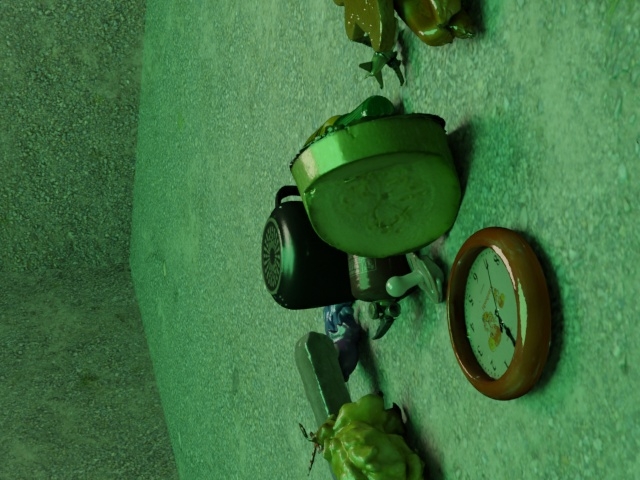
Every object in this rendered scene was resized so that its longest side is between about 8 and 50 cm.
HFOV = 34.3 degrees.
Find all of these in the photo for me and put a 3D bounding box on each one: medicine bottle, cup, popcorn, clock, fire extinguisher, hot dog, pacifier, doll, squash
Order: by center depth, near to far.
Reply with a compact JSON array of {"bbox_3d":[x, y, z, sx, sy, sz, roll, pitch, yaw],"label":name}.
[{"bbox_3d":[0.210,0.086,1.223,0.205,0.051,0.205,177,90,-70],"label":"clock"},{"bbox_3d":[0.071,-0.076,1.342,0.220,0.220,0.133,123,141,-60],"label":"squash"},{"bbox_3d":[0.133,-0.330,1.345,0.269,0.072,0.109,-112,24,-46],"label":"hot dog"},{"bbox_3d":[0.128,0.058,1.424,0.099,0.078,0.081,-131,21,-59],"label":"pacifier"},{"bbox_3d":[0.082,0.006,1.510,0.105,0.105,0.268,147,117,-69],"label":"fire extinguisher"},{"bbox_3d":[0.068,0.319,1.511,0.168,0.174,0.195,35,-150,-58],"label":"popcorn"},{"bbox_3d":[0.000,0.000,1.629,0.169,0.177,0.223,107,156,-51],"label":"cup"},{"bbox_3d":[0.042,-0.156,1.634,0.309,0.076,0.111,147,116,-67],"label":"medicine bottle"},{"bbox_3d":[0.031,0.155,1.745,0.206,0.067,0.110,-98,25,-45],"label":"doll"}]

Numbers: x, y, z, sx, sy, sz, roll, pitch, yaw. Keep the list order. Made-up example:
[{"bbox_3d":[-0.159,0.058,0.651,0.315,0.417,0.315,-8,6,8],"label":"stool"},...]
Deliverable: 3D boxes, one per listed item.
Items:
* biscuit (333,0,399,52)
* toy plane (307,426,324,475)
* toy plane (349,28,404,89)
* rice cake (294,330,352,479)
[{"bbox_3d":[0.059,-0.346,1.406,0.240,0.035,0.158,-123,34,-60],"label":"biscuit"},{"bbox_3d":[0.020,0.303,1.792,0.126,0.077,0.194,115,154,-49],"label":"toy plane"},{"bbox_3d":[0.090,-0.270,1.486,0.040,0.102,0.111,-16,40,50],"label":"toy plane"},{"bbox_3d":[0.044,0.335,1.634,0.070,0.064,0.399,-35,71,59],"label":"rice cake"}]
